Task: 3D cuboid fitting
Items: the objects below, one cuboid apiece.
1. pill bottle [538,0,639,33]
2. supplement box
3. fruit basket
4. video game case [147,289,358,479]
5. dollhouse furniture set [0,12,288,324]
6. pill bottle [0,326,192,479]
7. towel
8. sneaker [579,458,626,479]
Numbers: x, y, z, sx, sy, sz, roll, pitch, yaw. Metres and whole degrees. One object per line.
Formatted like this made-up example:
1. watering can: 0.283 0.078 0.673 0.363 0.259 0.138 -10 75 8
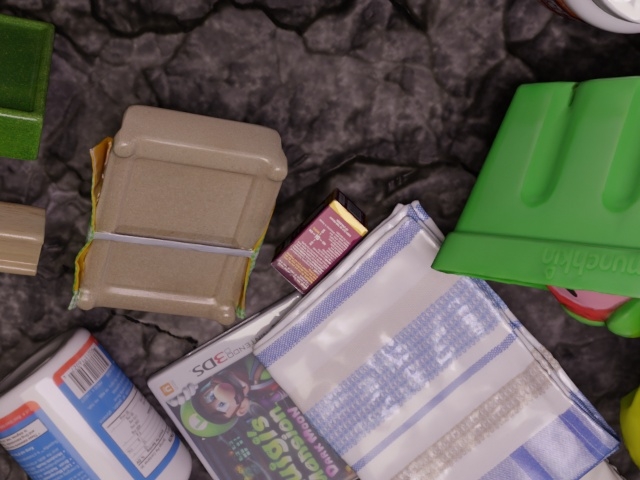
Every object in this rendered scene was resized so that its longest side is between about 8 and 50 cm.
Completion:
1. pill bottle: 0.226 -0.220 0.815 0.121 0.221 0.121 0 105 1
2. supplement box: 0.000 0.000 0.965 0.043 0.055 0.083 43 101 -8
3. fruit basket: 0.290 0.073 0.807 0.283 0.392 0.392 10 108 -34
4. video game case: -0.042 0.167 1.028 0.173 0.022 0.190 -31 103 9
5. dollhouse furniture set: -0.196 -0.059 0.948 0.301 0.151 0.197 8 127 -19
6. pill bottle: -0.197 0.199 0.987 0.124 0.124 0.221 -34 102 9
7. towel: 0.096 0.134 0.949 0.209 0.034 0.285 -42 83 12
8. sneaker: 0.232 0.225 1.017 0.123 0.106 0.290 -21 92 -39
